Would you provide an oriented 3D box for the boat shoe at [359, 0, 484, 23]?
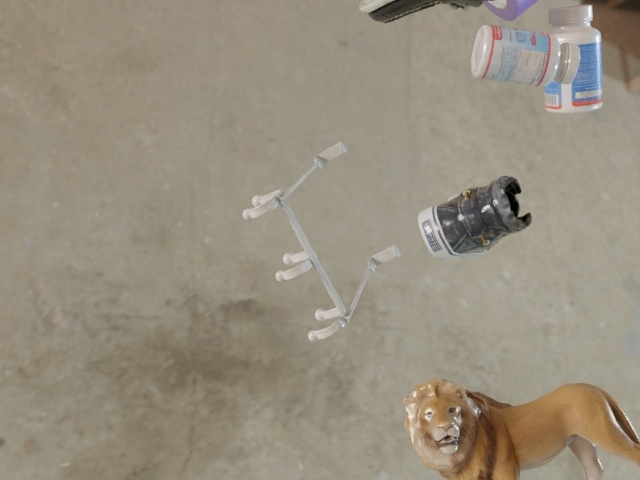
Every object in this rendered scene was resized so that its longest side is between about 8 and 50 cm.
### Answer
[{"bbox_3d":[0.184,-0.319,1.009,0.091,0.302,0.114,48,43,-27],"label":"boat shoe"}]

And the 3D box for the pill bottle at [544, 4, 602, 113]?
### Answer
[{"bbox_3d":[0.548,-0.395,1.872,0.124,0.124,0.221,-22,113,-43],"label":"pill bottle"}]

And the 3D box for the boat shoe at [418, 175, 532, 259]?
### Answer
[{"bbox_3d":[0.158,-0.021,0.797,0.183,0.083,0.065,-18,87,-66],"label":"boat shoe"}]

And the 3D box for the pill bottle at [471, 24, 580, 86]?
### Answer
[{"bbox_3d":[0.333,-0.297,1.398,0.160,0.087,0.087,7,60,-4],"label":"pill bottle"}]

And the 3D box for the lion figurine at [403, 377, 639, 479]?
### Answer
[{"bbox_3d":[0.322,0.294,1.296,0.392,0.142,0.240,-11,79,-20],"label":"lion figurine"}]

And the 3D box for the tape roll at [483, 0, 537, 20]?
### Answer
[{"bbox_3d":[0.370,-0.551,1.767,0.080,0.189,0.189,-39,95,0],"label":"tape roll"}]

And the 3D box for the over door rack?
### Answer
[{"bbox_3d":[0.000,0.000,1.436,0.239,0.108,0.324,62,30,-10],"label":"over door rack"}]
